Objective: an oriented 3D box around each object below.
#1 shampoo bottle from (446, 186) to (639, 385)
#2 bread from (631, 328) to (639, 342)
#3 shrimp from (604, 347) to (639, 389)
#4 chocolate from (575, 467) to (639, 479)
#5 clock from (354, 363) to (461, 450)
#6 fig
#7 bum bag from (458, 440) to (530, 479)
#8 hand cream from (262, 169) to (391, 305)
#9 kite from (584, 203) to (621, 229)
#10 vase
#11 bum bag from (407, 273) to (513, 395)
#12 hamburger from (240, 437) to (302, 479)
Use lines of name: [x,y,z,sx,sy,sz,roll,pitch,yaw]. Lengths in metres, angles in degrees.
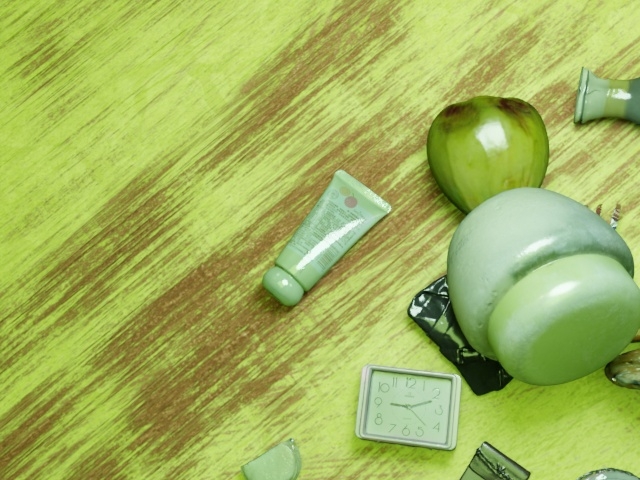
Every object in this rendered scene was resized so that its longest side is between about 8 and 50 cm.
shampoo bottle: [0.391,0.075,1.351,0.323,0.322,0.317,-27,43,1]
bread: [0.638,0.151,1.441,0.226,0.049,0.088,-6,72,8]
shrimp: [0.696,0.219,1.324,0.365,0.233,0.071,-8,92,7]
chocolate: [0.537,0.506,1.307,0.222,0.147,0.221,-1,75,5]
clock: [0.172,0.327,1.461,0.197,0.063,0.150,5,74,11]
fig: [0.333,-0.154,1.493,0.240,0.239,0.270,-1,91,9]
bum bag: [0.313,0.475,1.415,0.109,0.026,0.159,32,82,15]
hand cream: [0.000,0.000,1.569,0.147,0.093,0.305,38,81,15]
kite: [0.535,0.035,1.485,0.141,0.015,0.245,5,68,39]
vase: [0.684,-0.280,1.507,0.321,0.173,0.173,8,76,18]
bum bag: [0.286,0.189,1.483,0.123,0.060,0.248,-40,74,-7]
hamburger: [-0.090,0.455,1.476,0.121,0.054,0.084,-30,76,3]
